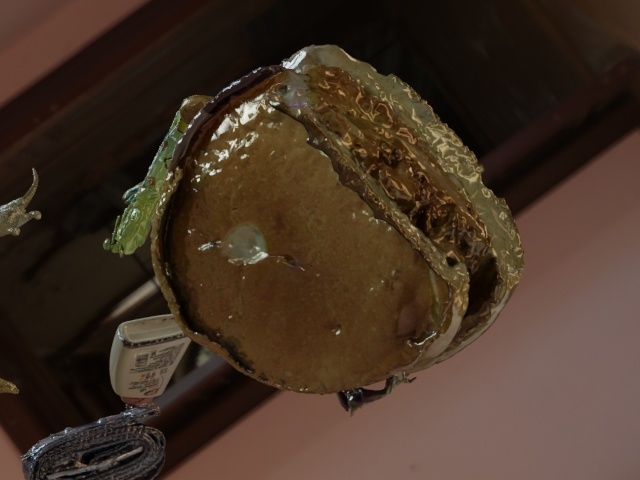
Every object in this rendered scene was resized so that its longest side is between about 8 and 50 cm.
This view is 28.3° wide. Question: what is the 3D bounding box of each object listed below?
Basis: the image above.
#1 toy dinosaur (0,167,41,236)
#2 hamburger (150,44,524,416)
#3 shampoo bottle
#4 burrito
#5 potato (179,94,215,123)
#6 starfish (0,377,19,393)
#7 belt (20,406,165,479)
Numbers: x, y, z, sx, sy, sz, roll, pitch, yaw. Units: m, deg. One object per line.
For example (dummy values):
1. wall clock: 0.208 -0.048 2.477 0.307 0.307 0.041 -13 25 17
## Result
1. toy dinosaur: -0.335 -0.027 1.381 0.180 0.058 0.037 -53 -47 -54
2. hamburger: 0.000 0.000 1.176 0.318 0.277 0.195 53 -151 9
3. shampoo bottle: -0.337 0.253 2.457 0.071 0.153 0.284 64 150 33
4. burrito: -0.253 -0.100 1.957 0.054 0.288 0.104 31 164 -20
5. potato: -0.143 -0.169 1.693 0.092 0.045 0.046 16 163 -18
6. starfish: -0.699 0.276 2.082 0.358 0.347 0.078 56 166 -21
7. belt: -0.355 0.343 1.985 0.128 0.218 0.122 -13 91 67
